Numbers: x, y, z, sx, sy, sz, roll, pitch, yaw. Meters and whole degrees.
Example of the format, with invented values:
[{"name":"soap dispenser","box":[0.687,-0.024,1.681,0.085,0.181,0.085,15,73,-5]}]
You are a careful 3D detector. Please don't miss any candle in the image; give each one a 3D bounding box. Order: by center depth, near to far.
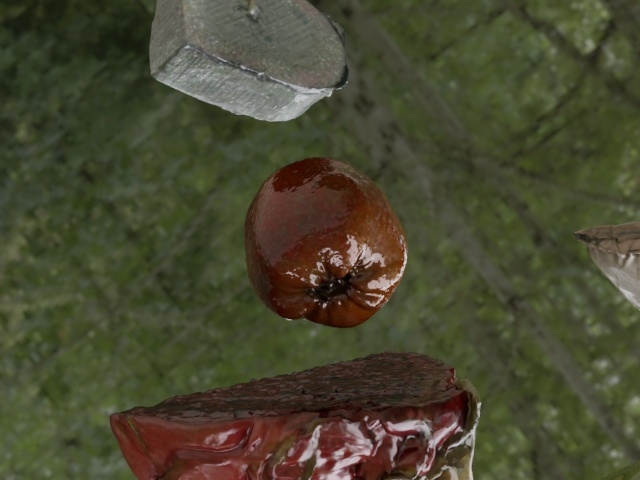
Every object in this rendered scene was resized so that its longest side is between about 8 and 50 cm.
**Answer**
[{"name":"candle","box":[-0.075,-0.184,1.328,0.168,0.192,0.068,-32,175,-43]}]

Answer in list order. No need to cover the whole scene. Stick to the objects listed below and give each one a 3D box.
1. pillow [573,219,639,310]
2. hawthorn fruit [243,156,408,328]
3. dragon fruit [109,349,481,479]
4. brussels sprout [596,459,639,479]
[{"name":"pillow","box":[0.354,0.057,1.358,0.173,0.270,0.067,-4,-122,33]},{"name":"hawthorn fruit","box":[0.000,0.000,1.228,0.133,0.133,0.138,-35,-143,18]},{"name":"dragon fruit","box":[0.016,0.188,1.217,0.317,0.152,0.205,-7,-176,-39]},{"name":"brussels sprout","box":[0.383,0.431,1.697,0.361,0.342,0.425,-7,-135,-12]}]
